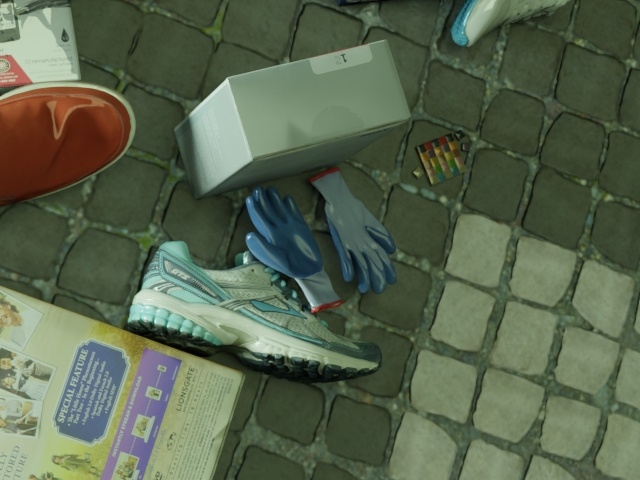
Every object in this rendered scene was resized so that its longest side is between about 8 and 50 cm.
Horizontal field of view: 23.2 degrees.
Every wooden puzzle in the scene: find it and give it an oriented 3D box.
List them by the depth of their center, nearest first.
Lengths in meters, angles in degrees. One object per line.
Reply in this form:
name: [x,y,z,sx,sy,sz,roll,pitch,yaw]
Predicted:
wooden puzzle: [0.142,-0.095,1.829,0.083,0.006,0.049,-22,89,-21]

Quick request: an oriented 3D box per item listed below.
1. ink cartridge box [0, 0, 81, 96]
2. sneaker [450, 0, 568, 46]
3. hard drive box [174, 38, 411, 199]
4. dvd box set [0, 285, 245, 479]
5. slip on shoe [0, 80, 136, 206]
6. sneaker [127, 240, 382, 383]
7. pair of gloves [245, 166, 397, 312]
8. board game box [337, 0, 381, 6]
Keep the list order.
ink cartridge box: [-0.323,-0.232,1.660,0.109,0.063,0.150,-8,85,-20]
sneaker: [0.247,-0.301,1.855,0.092,0.087,0.229,47,71,-5]
hard drive box: [-0.035,-0.123,1.652,0.181,0.232,0.089,-16,87,-21]
dvd box set: [-0.318,0.212,1.593,0.420,0.062,0.307,20,76,-15]
slip on shoe: [-0.343,-0.078,1.590,0.331,0.101,0.123,-15,115,-18]
sneaker: [-0.058,0.074,1.681,0.283,0.110,0.122,17,73,-16]
pair of gloves: [0.000,0.000,1.718,0.198,0.023,0.159,-20,76,-45]
board game box: [0.086,-0.403,1.815,0.165,0.042,0.243,-8,84,-2]
